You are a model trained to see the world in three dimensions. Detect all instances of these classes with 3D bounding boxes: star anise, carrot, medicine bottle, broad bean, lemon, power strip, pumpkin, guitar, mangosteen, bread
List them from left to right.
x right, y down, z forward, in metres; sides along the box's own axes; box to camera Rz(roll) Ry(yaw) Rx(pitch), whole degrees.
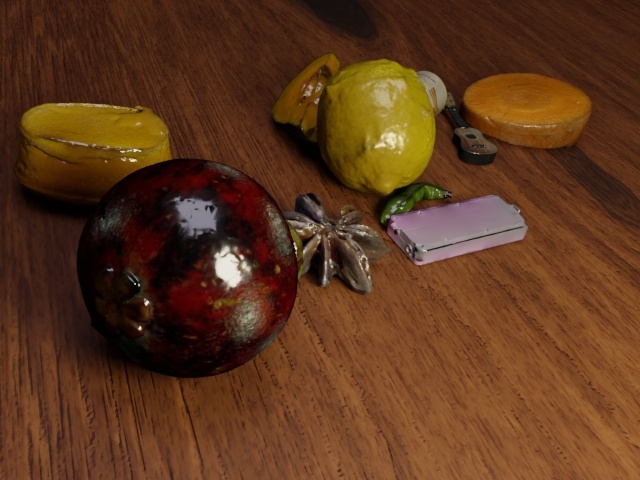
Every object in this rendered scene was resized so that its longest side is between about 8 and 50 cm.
[{"bbox_3d":[-0.390,-0.147,1.189,0.270,0.142,0.195,5,35,-10],"label":"bread"},{"bbox_3d":[-0.162,0.036,0.905,0.311,0.311,0.311,6,38,-5],"label":"mangosteen"},{"bbox_3d":[-0.015,-0.268,1.491,0.130,0.149,0.254,41,47,-30],"label":"pumpkin"},{"bbox_3d":[0.000,0.000,1.141,0.236,0.093,0.229,-5,46,-16],"label":"star anise"},{"bbox_3d":[0.105,-0.216,1.314,0.234,0.233,0.288,-1,64,-15],"label":"lemon"},{"bbox_3d":[0.184,-0.294,1.537,0.114,0.114,0.252,28,41,22],"label":"medicine bottle"},{"bbox_3d":[0.173,-0.079,1.314,0.195,0.046,0.061,-21,44,-36],"label":"broad bean"},{"bbox_3d":[0.256,-0.024,1.267,0.279,0.037,0.109,-12,43,-27],"label":"power strip"},{"bbox_3d":[0.325,-0.263,1.589,0.084,0.038,0.271,-1,41,-15],"label":"guitar"},{"bbox_3d":[0.490,-0.313,1.664,0.307,0.100,0.258,4,39,4],"label":"carrot"}]
